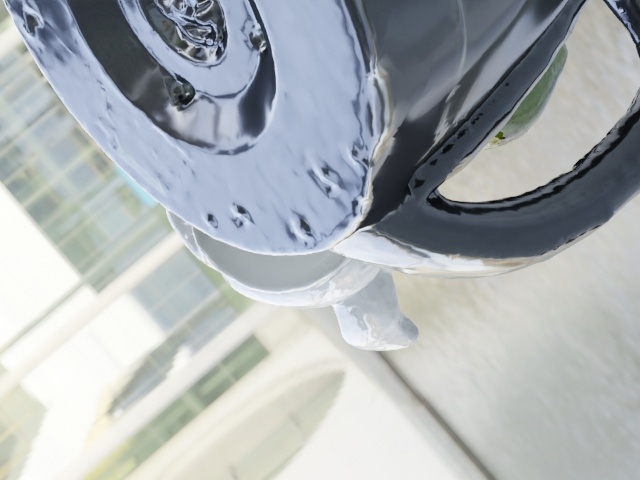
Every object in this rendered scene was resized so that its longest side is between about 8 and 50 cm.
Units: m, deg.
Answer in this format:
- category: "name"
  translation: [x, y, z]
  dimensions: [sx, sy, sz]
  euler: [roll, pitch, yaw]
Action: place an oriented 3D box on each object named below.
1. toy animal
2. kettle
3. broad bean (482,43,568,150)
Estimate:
- category: "toy animal"
  translation: [0.000, -0.002, 0.776]
  dimensions: [0.131, 0.103, 0.221]
  euler: [18, 172, 21]
- category: "kettle"
  translation: [0.045, -0.138, 0.513]
  dimensions: [0.251, 0.271, 0.207]
  euler: [37, 146, 19]
- category: "broad bean"
  translation: [0.059, -0.070, 0.636]
  dimensions: [0.070, 0.213, 0.048]
  euler: [55, 142, 9]
